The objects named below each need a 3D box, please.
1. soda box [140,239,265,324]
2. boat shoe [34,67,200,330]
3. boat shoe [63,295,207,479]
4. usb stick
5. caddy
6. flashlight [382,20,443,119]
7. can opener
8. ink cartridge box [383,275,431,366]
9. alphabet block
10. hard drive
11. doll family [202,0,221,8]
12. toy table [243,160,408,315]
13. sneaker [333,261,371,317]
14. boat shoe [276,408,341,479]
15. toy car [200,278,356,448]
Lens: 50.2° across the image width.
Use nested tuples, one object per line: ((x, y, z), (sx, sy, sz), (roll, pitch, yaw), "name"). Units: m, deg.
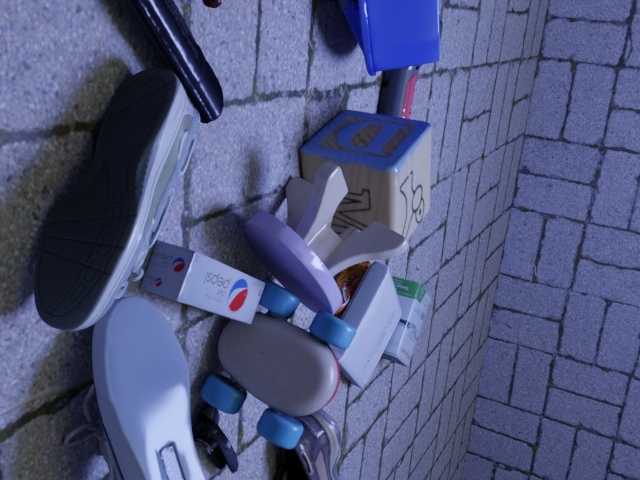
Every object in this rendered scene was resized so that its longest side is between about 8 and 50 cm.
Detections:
((-0.166, 0.066, 1.008), (0.216, 0.069, 0.073), (34, 73, -63), "soda box")
((-0.221, -0.043, 0.788), (0.103, 0.118, 0.320), (51, 50, -59), "boat shoe")
((-0.243, 0.261, 0.888), (0.136, 0.156, 0.367), (-17, 90, -56), "boat shoe")
((-0.183, -0.249, 0.813), (0.278, 0.045, 0.077), (63, 15, -55), "usb stick")
((0.112, -0.457, 1.188), (0.241, 0.179, 0.341), (-84, 168, -47), "caddy")
((0.193, -0.333, 1.501), (0.103, 0.103, 0.304), (-17, 117, -65), "flashlight")
((-0.171, 0.349, 1.160), (0.073, 0.059, 0.186), (-57, 149, -35), "can opener")
((0.219, 0.224, 1.867), (0.208, 0.087, 0.153), (-69, 155, -15), "ink cartridge box")
((0.092, -0.113, 1.301), (0.192, 0.193, 0.197), (-47, 143, -44), "alphabet block")
((0.112, 0.211, 1.610), (0.233, 0.047, 0.353), (-61, 160, -14), "hard drive")
((-0.138, -0.368, 0.824), (0.193, 0.076, 0.111), (38, 49, -58), "doll family")
((0.000, 0.000, 1.143), (0.161, 0.252, 0.274), (-48, 160, -17), "toy table")
((0.057, 0.100, 1.519), (0.175, 0.064, 0.067), (-47, 165, -39), "sneaker")
((-0.036, 0.514, 1.483), (0.130, 0.132, 0.355), (-24, 123, -34), "boat shoe")
((-0.054, 0.210, 1.188), (0.219, 0.210, 0.238), (-62, 167, -3), "toy car")
